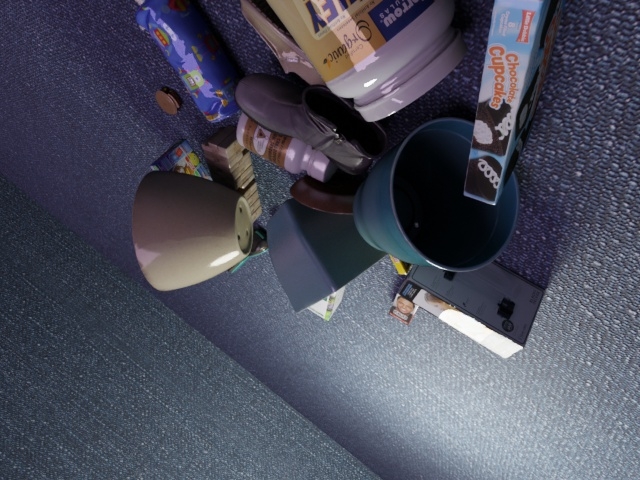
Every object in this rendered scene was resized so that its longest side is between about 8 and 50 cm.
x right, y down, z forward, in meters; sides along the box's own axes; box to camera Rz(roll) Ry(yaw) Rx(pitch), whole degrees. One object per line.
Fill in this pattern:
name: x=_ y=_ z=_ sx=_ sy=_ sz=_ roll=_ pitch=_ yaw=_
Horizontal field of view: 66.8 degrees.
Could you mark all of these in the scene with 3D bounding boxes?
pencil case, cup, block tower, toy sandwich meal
pencil case: x=-0.290 y=-0.417 z=1.101 sx=0.133 sy=0.119 sz=0.306 roll=-20 pitch=120 yaw=27
cup: x=-0.320 y=-0.032 z=1.322 sx=0.236 sy=0.331 sz=0.331 roll=-3 pitch=138 yaw=8
block tower: x=-0.250 y=-0.173 z=1.410 sx=0.091 sy=0.097 sz=0.335 roll=24 pitch=144 yaw=21
toy sandwich meal: x=-0.426 y=-0.392 z=1.360 sx=0.085 sy=0.029 sz=0.086 roll=29 pitch=152 yaw=18

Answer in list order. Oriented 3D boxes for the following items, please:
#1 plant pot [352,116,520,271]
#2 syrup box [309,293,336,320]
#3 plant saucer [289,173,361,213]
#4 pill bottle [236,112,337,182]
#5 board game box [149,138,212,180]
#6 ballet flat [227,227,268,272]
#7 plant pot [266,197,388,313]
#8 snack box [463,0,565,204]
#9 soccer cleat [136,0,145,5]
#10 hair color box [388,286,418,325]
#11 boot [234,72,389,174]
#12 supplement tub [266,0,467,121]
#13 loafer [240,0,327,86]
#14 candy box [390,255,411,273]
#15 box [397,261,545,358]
plant pot: x=0.197 y=-0.071 z=0.962 sx=0.271 sy=0.272 sz=0.255 roll=44 pitch=162 yaw=-12
syrup box: x=0.022 y=0.152 z=1.560 sx=0.093 sy=0.096 sz=0.237 roll=29 pitch=149 yaw=13
plant saucer: x=0.028 y=-0.119 z=1.135 sx=0.198 sy=0.198 sz=0.036 roll=23 pitch=120 yaw=22
pill bottle: x=-0.066 y=-0.229 z=1.116 sx=0.229 sy=0.131 sz=0.131 roll=29 pitch=148 yaw=11
board game box: x=-0.416 y=-0.192 z=1.506 sx=0.035 sy=0.136 sz=0.201 roll=6 pitch=136 yaw=41
ballet flat: x=-0.265 y=0.027 z=1.696 sx=0.096 sy=0.095 sz=0.280 roll=52 pitch=136 yaw=-6
plant pot: x=0.000 y=0.000 z=1.257 sx=0.252 sy=0.247 sz=0.248 roll=55 pitch=148 yaw=3
snack box: x=0.287 y=-0.231 z=0.712 sx=0.060 sy=0.187 sz=0.322 roll=21 pitch=145 yaw=24
soccer cleat: x=-0.423 y=-0.564 z=1.123 sx=0.029 sy=0.036 sz=0.083 roll=9 pitch=138 yaw=38
hair color box: x=0.252 y=0.189 z=1.430 sx=0.072 sy=0.043 sz=0.141 roll=29 pitch=147 yaw=15
boot: x=-0.023 y=-0.255 z=0.935 sx=0.338 sy=0.118 sz=0.223 roll=27 pitch=178 yaw=1
supplement tub: x=0.057 y=-0.364 z=0.728 sx=0.316 sy=0.228 sz=0.228 roll=50 pitch=146 yaw=-20
loafer: x=-0.054 y=-0.378 z=0.938 sx=0.268 sy=0.102 sz=0.092 roll=41 pitch=144 yaw=-8
candy box: x=0.180 y=-0.027 z=1.162 sx=0.027 sy=0.105 sz=0.206 roll=-2 pitch=132 yaw=39
box: x=0.349 y=0.120 z=1.130 sx=0.290 sy=0.169 sz=0.087 roll=30 pitch=150 yaw=8
